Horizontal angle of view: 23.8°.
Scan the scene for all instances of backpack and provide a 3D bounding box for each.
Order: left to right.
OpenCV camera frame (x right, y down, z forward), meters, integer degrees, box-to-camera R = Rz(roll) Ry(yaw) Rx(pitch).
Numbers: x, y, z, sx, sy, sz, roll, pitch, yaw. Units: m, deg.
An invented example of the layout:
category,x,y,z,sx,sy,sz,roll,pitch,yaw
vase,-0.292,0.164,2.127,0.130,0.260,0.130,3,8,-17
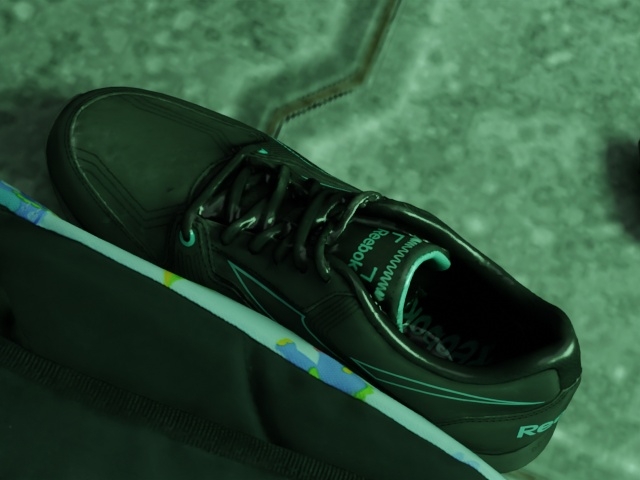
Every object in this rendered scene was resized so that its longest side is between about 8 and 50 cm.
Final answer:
category,x,y,z,sx,sy,sz,roll,pitch,yaw
backpack,-0.065,0.151,0.532,0.356,0.273,0.290,15,62,19

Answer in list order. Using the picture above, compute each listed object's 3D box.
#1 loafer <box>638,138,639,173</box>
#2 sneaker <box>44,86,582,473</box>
category,x,y,z,sx,sy,sz,roll,pitch,yaw
loafer,0.240,-0.046,0.758,0.170,0.062,0.061,-14,67,-18
sneaker,0.000,0.000,0.668,0.267,0.106,0.101,30,67,3
